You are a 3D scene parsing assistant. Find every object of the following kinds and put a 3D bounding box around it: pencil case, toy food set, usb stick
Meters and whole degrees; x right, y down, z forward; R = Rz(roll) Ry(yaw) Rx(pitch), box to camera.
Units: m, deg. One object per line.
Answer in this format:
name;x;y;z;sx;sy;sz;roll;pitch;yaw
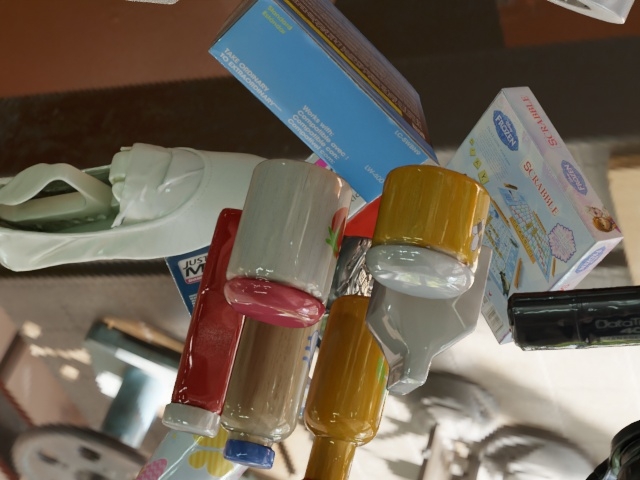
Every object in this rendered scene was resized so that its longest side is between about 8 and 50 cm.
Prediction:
pencil case;-0.125;0.244;1.463;0.113;0.273;0.124;39;-177;-1
toy food set;-0.002;0.048;0.503;0.111;0.104;0.232;16;163;-5
usb stick;0.336;0.079;1.256;0.278;0.045;0.077;-5;127;19

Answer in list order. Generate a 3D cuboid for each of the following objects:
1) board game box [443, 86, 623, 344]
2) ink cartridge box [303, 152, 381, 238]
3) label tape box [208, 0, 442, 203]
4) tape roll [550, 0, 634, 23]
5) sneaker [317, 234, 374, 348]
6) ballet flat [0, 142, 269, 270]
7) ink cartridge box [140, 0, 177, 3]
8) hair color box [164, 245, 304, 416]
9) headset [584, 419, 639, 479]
board game box;0.328;-0.039;2.018;0.066;0.318;0.318;-10;151;-32
ink cartridge box;0.000;0.000;2.046;0.239;0.275;0.060;49;-176;6
label tape box;0.002;-0.168;1.277;0.240;0.333;0.106;43;105;-12
tape roll;0.363;-0.396;1.761;0.219;0.219;0.072;22;98;-2
sneaker;-0.001;0.052;1.348;0.130;0.109;0.286;21;157;15
ballet flat;-0.248;-0.048;1.407;0.400;0.139;0.139;-10;133;22
ink cartridge box;-0.209;-0.309;1.227;0.060;0.180;0.104;-22;83;34
hair color box;-0.116;0.078;1.598;0.105;0.174;0.347;-16;130;1
headset;0.357;0.240;1.123;0.185;0.243;0.394;38;100;-28
